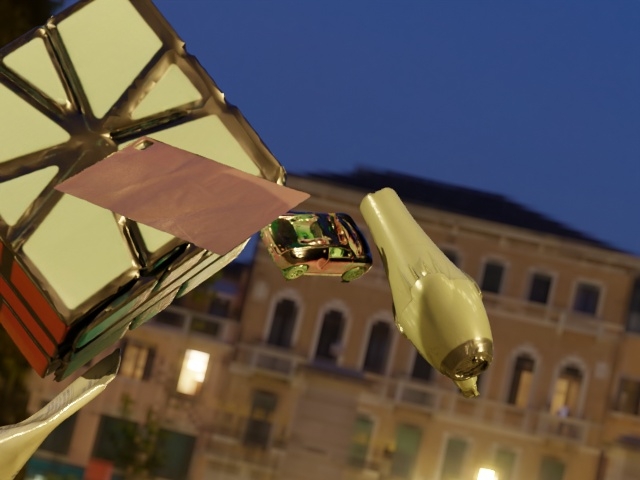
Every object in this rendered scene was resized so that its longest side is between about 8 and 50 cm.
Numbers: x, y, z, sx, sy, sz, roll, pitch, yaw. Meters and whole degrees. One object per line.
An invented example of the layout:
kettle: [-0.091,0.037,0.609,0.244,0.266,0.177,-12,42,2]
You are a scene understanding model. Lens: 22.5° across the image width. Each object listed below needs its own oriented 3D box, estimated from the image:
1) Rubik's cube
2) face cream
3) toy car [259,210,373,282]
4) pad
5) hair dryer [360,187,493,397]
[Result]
Rubik's cube: [-0.245,-0.056,1.691,0.293,0.288,0.283,55,-22,3]
face cream: [-0.292,0.191,1.632,0.070,0.224,0.114,54,4,-12]
toy car: [0.000,0.000,1.580,0.142,0.069,0.055,3,-36,-46]
pad: [-0.114,-0.038,1.317,0.188,0.006,0.113,20,37,33]
hair dryer: [0.107,0.051,1.635,0.088,0.219,0.225,-26,-13,0]
